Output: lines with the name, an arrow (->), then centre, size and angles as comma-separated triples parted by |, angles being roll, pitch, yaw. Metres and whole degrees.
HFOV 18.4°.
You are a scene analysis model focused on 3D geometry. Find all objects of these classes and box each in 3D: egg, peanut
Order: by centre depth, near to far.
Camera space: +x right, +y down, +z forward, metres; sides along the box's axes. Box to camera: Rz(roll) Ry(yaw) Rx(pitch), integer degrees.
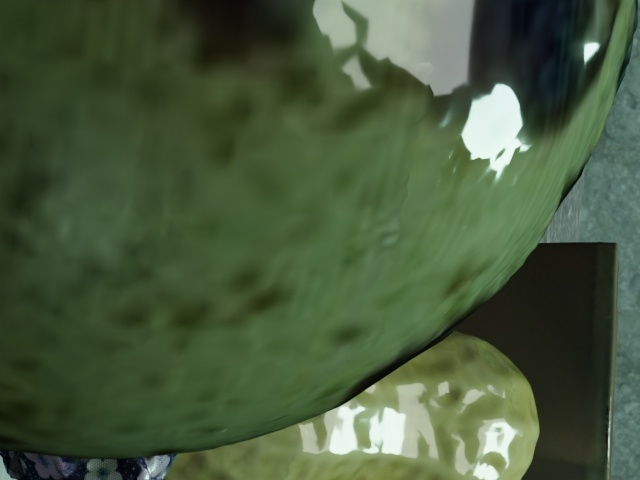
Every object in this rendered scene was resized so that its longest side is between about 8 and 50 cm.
egg -> -0.065, -0.110, 0.669 | 0.428, 0.345, 0.345 | -80, 172, -76
peanut -> 0.000, 0.097, 1.128 | 0.290, 0.130, 0.130 | 11, 83, -38

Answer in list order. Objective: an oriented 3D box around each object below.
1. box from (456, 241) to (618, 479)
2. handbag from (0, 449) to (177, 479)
box -> 0.159, 0.144, 1.772 | 0.301, 0.216, 0.301 | 4, 90, -81
handbag -> -0.109, -0.007, 0.944 | 0.229, 0.126, 0.208 | -61, 144, -49
